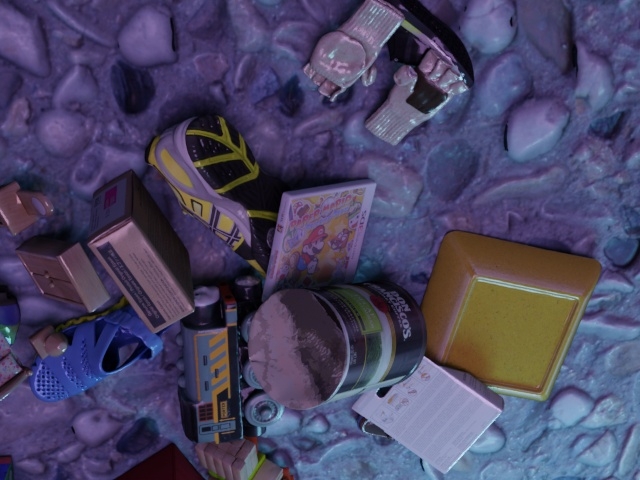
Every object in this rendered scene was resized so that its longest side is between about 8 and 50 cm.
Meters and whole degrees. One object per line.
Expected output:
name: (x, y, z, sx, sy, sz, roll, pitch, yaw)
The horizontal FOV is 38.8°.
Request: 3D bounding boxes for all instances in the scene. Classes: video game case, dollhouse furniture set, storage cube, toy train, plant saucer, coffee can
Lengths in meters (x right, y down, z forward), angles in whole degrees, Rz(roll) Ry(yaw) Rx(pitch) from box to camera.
video game case: (0.000, 0.000, 1.606, 0.227, 0.026, 0.206, -12, 123, -46)
dollhouse furniture set: (-0.545, 0.123, 1.455, 0.355, 0.174, 0.303, -40, 120, -33)
storage cube: (-0.307, 0.555, 1.782, 0.215, 0.193, 0.183, -34, 115, 5)
toy train: (-0.170, 0.224, 1.675, 0.190, 0.142, 0.334, -7, 115, -15)
plant saucer: (0.359, 0.171, 1.779, 0.333, 0.081, 0.332, 12, 112, -10)
coffee can: (0.035, 0.176, 1.593, 0.275, 0.201, 0.201, -2, 123, -56)

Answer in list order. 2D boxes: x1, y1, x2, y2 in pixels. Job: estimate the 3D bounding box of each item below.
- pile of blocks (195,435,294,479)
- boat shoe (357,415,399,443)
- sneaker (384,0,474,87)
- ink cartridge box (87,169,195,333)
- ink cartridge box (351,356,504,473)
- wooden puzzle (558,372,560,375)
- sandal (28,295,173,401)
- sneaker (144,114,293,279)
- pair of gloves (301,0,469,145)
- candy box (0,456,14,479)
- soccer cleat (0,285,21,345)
pile of blocks: (-0.126, 0.488, 1.849, 0.112, 0.149, 0.362, -53, 132, -32)
boat shoe: (0.168, 0.378, 1.856, 0.183, 0.066, 0.066, -1, 114, -10)
sneaker: (0.163, -0.332, 1.541, 0.235, 0.084, 0.097, 40, 127, -23)
ink cartridge box: (-0.297, 0.014, 1.513, 0.088, 0.234, 0.193, -30, 115, 3)
ink cartridge box: (0.210, 0.320, 1.773, 0.232, 0.066, 0.189, 37, 111, 1)
wooden puzzle: (0.456, 0.272, 1.890, 0.116, 0.014, 0.078, -25, 120, 2)
sandal: (-0.394, 0.196, 1.636, 0.317, 0.138, 0.126, -34, 117, 8)
sneaker: (-0.152, -0.066, 1.579, 0.147, 0.145, 0.384, -2, 136, 36)
pair of gloves: (0.102, -0.274, 1.519, 0.240, 0.042, 0.204, 37, 129, -22)
candy box: (-0.730, 0.585, 1.760, 0.268, 0.122, 0.317, 0, 115, -9)
soccer cleat: (-0.672, 0.146, 1.580, 0.289, 0.093, 0.121, -2, 101, -12)
